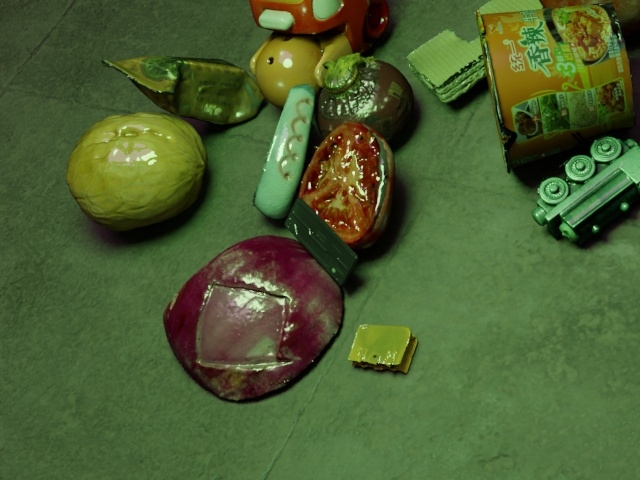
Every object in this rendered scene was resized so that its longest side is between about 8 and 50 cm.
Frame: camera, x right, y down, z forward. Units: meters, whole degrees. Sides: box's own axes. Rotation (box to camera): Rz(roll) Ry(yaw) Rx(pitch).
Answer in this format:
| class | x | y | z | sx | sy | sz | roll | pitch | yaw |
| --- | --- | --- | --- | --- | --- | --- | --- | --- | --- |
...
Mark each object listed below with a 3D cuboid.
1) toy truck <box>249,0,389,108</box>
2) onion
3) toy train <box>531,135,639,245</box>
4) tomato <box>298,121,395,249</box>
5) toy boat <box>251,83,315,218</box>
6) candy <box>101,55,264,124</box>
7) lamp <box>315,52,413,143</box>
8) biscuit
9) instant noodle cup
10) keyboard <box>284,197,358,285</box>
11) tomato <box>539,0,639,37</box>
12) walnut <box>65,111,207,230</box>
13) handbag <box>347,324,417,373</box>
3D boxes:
| class | x | y | z | sx | sy | sz | roll | pitch | yaw |
| --- | --- | --- | --- | --- | --- | --- | --- | --- | --- |
| toy truck | -0.030 | -0.352 | 1.856 | 0.189 | 0.265 | 0.239 | 14 | 52 | 37 |
| onion | -0.105 | 0.092 | 1.645 | 0.250 | 0.111 | 0.247 | -37 | 45 | -5 |
| toy train | 0.364 | -0.063 | 1.541 | 0.170 | 0.071 | 0.111 | -37 | 54 | -2 |
| tomato | 0.058 | -0.075 | 1.688 | 0.166 | 0.082 | 0.174 | 26 | 94 | 44 |
| toy boat | -0.041 | -0.128 | 1.773 | 0.078 | 0.134 | 0.208 | 18 | 69 | -3 |
| candy | -0.213 | -0.248 | 1.880 | 0.143 | 0.271 | 0.101 | 27 | 105 | 37 |
| lamp | 0.059 | -0.210 | 1.771 | 0.156 | 0.135 | 0.157 | -47 | 48 | -8 |
| biscuit | 0.256 | -0.311 | 1.790 | 0.250 | 0.046 | 0.147 | -35 | 32 | 1 |
| instant noodle cup | 0.320 | -0.219 | 1.595 | 0.182 | 0.230 | 0.230 | -10 | 50 | 8 |
| keyboard | 0.000 | 0.000 | 1.661 | 0.155 | 0.010 | 0.053 | 47 | 120 | 38 |
| tomato | 0.430 | -0.374 | 1.698 | 0.233 | 0.140 | 0.200 | -7 | 43 | 27 |
| walnut | -0.286 | -0.110 | 1.849 | 0.221 | 0.195 | 0.195 | -6 | 52 | 15 |
| handbag | 0.083 | 0.143 | 1.558 | 0.083 | 0.027 | 0.061 | 1 | 56 | 32 |
